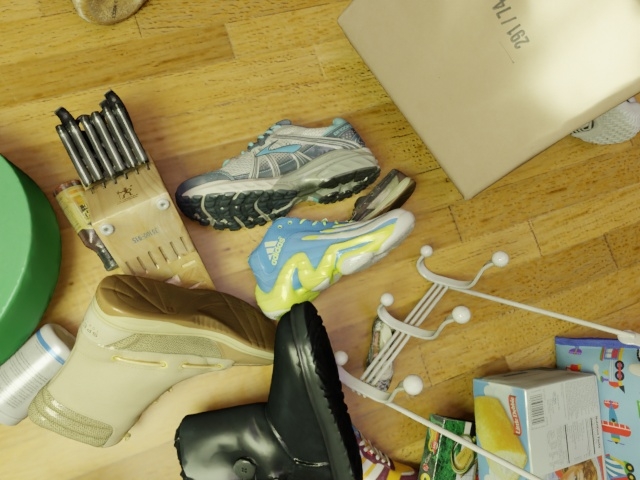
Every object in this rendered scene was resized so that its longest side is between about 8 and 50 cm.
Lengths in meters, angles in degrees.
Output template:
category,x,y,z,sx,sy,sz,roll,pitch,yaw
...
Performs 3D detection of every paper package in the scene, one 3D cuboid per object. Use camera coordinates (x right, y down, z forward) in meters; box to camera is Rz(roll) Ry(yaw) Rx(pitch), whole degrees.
category,x,y,z,sx,sy,sz,roll,pitch,yaw
paper package,0.242,-0.272,0.625,0.324,0.310,0.168,54,37,0

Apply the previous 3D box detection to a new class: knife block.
category,x,y,z,sx,sy,sz,roll,pitch,yaw
knife block,-0.243,-0.048,0.627,0.088,0.242,0.275,-26,131,-13

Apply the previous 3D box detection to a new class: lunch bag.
category,x,y,z,sx,sy,sz,roll,pitch,yaw
lunch bag,0.453,0.237,0.589,0.138,0.293,0.220,2,81,-10

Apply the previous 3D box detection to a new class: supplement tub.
category,x,y,z,sx,sy,sz,roll,pitch,yaw
supplement tub,-0.347,0.160,0.568,0.107,0.071,0.071,-43,90,-15

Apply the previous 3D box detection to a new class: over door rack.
category,x,y,z,sx,sy,sz,roll,pitch,yaw
over door rack,0.205,0.133,0.552,0.324,0.108,0.239,24,53,32

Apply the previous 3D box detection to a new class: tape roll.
category,x,y,z,sx,sy,sz,roll,pitch,yaw
tape roll,-0.477,0.023,0.535,0.322,0.077,0.320,1,72,-2

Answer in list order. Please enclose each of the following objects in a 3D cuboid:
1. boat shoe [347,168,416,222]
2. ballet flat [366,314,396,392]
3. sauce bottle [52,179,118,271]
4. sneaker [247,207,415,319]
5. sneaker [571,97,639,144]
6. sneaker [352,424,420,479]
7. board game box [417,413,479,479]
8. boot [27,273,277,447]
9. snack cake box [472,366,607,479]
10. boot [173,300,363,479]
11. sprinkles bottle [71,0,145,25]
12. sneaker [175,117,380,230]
category,x,y,z,sx,sy,sz,roll,pitch,yaw
boat shoe,0.074,-0.044,0.694,0.152,0.056,0.049,-41,64,-6
ballet flat,0.088,0.161,0.665,0.041,0.041,0.114,7,80,-9
sauce bottle,-0.304,-0.019,0.622,0.042,0.042,0.128,-34,90,-14
sneaker,0.000,0.000,0.625,0.240,0.091,0.126,-33,78,7
sneaker,0.401,-0.334,0.755,0.366,0.137,0.210,41,79,2
sneaker,0.056,0.290,0.622,0.186,0.069,0.083,10,84,-10
board game box,0.170,0.371,0.621,0.136,0.030,0.259,22,76,-34
boot,-0.186,0.160,0.579,0.262,0.095,0.203,22,110,-44
snack cake box,0.298,0.315,0.628,0.152,0.089,0.264,2,83,-30
boot,-0.076,0.203,0.542,0.207,0.094,0.246,-12,106,9
sprinkles bottle,-0.387,-0.472,0.641,0.121,0.121,0.355,-38,89,-14
sneaker,-0.065,-0.100,0.662,0.283,0.110,0.122,-15,68,-17
